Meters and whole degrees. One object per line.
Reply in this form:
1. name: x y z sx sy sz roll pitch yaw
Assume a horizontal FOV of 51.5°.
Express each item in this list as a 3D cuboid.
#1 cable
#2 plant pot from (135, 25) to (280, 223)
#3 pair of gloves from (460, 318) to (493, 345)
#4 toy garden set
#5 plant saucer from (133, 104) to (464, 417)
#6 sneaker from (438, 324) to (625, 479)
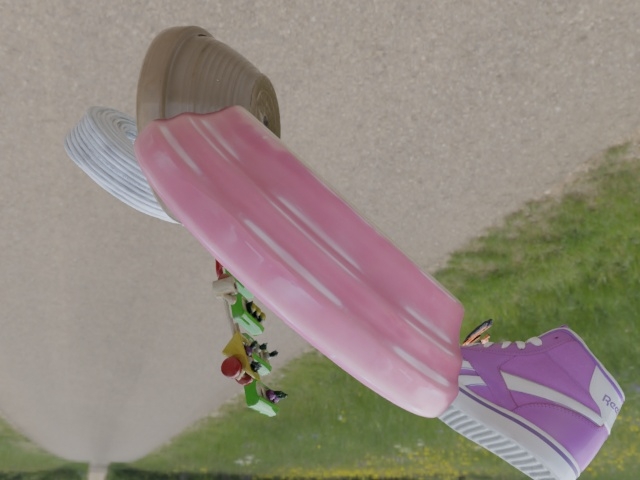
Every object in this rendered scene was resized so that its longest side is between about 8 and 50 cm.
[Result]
1. cable: -0.321 -0.137 1.184 0.089 0.257 0.257 -50 161 13
2. plant pot: -0.116 -0.137 0.802 0.109 0.238 0.237 1 157 14
3. pair of gloves: 0.211 0.144 0.933 0.074 0.010 0.083 -34 151 -14
4. toy garden set: -0.106 0.125 0.999 0.049 0.245 0.204 -16 155 6
5. plant saucer: 0.000 0.000 0.556 0.084 0.332 0.332 -49 142 5
6. sneaker: 0.207 0.151 0.769 0.282 0.161 0.102 27 156 45
